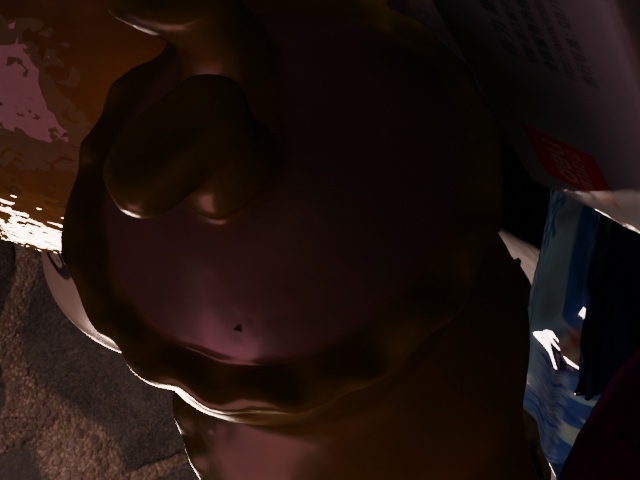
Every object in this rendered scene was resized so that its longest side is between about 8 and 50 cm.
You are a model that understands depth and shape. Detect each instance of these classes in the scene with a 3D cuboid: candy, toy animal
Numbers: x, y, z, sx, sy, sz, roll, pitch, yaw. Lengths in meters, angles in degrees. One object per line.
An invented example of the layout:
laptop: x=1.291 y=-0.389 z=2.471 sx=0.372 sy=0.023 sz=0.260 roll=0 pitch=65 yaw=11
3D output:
candy: x=0.138 y=0.030 z=0.679 sx=0.077 sy=0.187 sz=0.331 roll=9 pitch=160 yaw=9
toy animal: x=0.001 y=0.005 z=0.441 sx=0.156 sy=0.156 sz=0.230 roll=28 pitch=169 yaw=32

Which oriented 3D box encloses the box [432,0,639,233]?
box: x=0.083 y=-0.120 z=0.361 sx=0.079 sy=0.135 sz=0.269 roll=30 pitch=166 yaw=39

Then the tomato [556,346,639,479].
tomato: x=0.183 y=0.100 z=0.497 sx=0.176 sy=0.334 sz=0.290 roll=52 pitch=154 yaw=19

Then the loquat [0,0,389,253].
loquat: x=-0.099 y=-0.118 z=0.565 sx=0.263 sy=0.263 sz=0.263 roll=34 pitch=167 yaw=9

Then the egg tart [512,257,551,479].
egg tart: x=0.094 y=0.037 z=0.887 sx=0.279 sy=0.095 sz=0.279 roll=61 pitch=-174 yaw=-10

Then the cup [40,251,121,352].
cup: x=-0.109 y=-0.076 z=0.879 sx=0.253 sy=0.191 sz=0.200 roll=46 pitch=155 yaw=26
